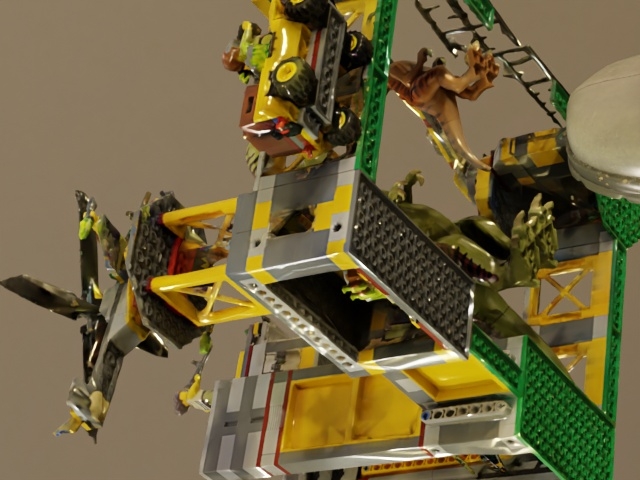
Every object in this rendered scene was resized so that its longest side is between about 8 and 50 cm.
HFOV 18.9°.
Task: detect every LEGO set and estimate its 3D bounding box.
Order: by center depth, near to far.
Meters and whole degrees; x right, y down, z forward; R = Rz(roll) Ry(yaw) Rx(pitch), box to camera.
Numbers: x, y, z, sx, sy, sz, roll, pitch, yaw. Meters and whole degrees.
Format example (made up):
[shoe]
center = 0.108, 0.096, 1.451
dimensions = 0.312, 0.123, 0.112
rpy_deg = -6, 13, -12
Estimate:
[LEGO set]
center = 0.000, 0.000, 0.865
dimensions = 0.331, 0.192, 0.255
rpy_deg = 34, -128, -51

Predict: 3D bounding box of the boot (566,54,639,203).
[boot]
center = 0.180, -0.104, 0.643
dimensions = 0.161, 0.246, 0.083
rpy_deg = 62, -147, -32
